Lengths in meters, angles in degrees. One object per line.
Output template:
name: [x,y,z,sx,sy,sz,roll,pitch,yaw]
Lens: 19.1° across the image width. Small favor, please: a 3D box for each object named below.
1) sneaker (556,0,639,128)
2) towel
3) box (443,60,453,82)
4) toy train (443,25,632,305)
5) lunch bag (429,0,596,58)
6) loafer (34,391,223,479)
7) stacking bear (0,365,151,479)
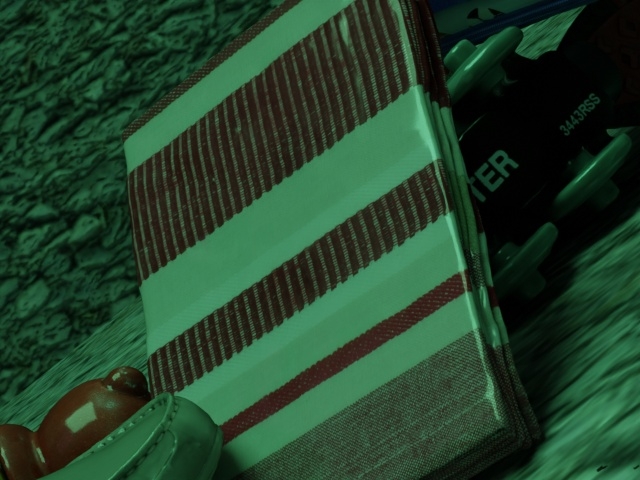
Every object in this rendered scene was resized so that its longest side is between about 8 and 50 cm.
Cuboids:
sneaker: [0.271,-0.154,1.325,0.262,0.104,0.125,-34,-7,-5]
towel: [-0.010,0.017,1.040,0.237,0.037,0.329,-34,50,31]
box: [0.000,0.000,1.425,0.201,0.057,0.293,-44,-11,-33]
toy train: [0.064,0.004,1.202,0.334,0.142,0.190,-45,-3,-28]
lunch bag: [0.161,-0.218,1.267,0.303,0.115,0.243,-17,21,48]
loafer: [-0.190,0.181,0.979,0.319,0.111,0.112,-40,9,-5]
stacking bear: [-0.229,0.201,1.364,0.289,0.175,0.164,-32,5,0]
